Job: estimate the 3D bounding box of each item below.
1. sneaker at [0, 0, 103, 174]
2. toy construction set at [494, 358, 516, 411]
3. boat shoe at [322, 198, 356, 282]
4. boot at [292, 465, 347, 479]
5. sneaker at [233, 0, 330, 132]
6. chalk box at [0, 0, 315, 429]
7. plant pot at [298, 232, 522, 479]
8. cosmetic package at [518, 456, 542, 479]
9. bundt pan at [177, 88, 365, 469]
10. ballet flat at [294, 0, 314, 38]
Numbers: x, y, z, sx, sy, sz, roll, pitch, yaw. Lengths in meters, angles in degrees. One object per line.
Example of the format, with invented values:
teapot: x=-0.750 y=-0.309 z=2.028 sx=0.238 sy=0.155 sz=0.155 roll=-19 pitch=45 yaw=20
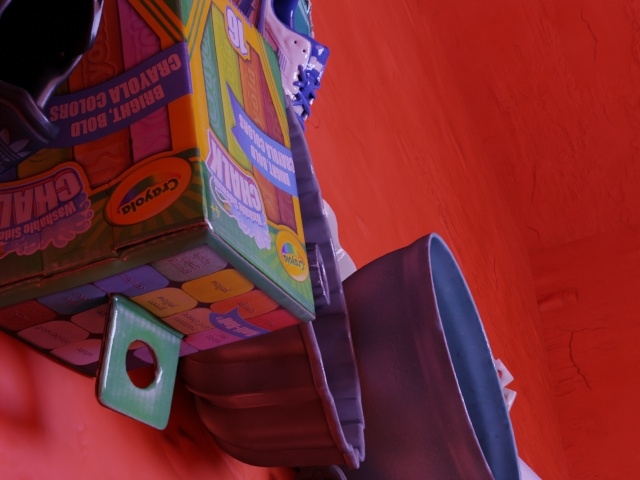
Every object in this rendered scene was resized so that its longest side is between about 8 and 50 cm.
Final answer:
sneaker: x=-0.201 y=-0.155 z=0.811 sx=0.102 sy=0.146 sz=0.293 roll=52 pitch=26 yaw=-55
toy construction set: x=0.139 y=0.204 z=1.705 sx=0.328 sy=0.151 sz=0.215 roll=32 pitch=42 yaw=-52
boat shoe: x=0.000 y=0.000 z=1.594 sx=0.043 sy=0.049 sz=0.137 roll=19 pitch=-37 yaw=53
boot: x=0.034 y=0.314 z=1.301 sx=0.208 sy=0.076 sz=0.189 roll=18 pitch=70 yaw=-64
sneaker: x=-0.050 y=-0.165 z=1.417 sx=0.112 sy=0.131 sz=0.296 roll=27 pitch=49 yaw=-73
chalk box: x=-0.122 y=-0.022 z=0.890 sx=0.180 sy=0.179 sz=0.289 roll=44 pitch=32 yaw=-61
plant pot: x=0.070 y=0.159 z=1.363 sx=0.293 sy=0.196 sz=0.293 roll=-17 pitch=90 yaw=-77
cosmetic package: x=0.236 y=0.397 z=1.534 sx=0.377 sy=0.097 sz=0.284 roll=45 pitch=24 yaw=-36
bundt pan: x=-0.056 y=0.040 z=1.114 sx=0.331 sy=0.124 sz=0.330 roll=-11 pitch=90 yaw=-84
ballet flat: x=-0.067 y=-0.310 z=1.622 sx=0.077 sy=0.091 sz=0.241 roll=-137 pitch=-150 yaw=-74
